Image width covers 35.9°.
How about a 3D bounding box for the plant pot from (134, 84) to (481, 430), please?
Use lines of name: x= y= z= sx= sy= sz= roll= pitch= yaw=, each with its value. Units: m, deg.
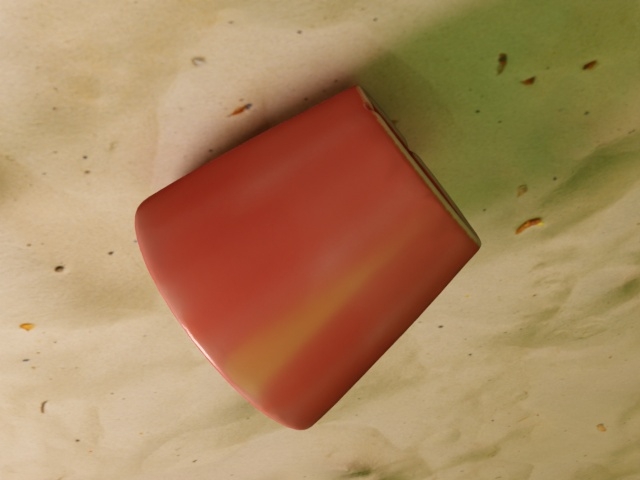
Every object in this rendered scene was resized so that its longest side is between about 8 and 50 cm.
plant pot: x=0.000 y=0.000 z=0.945 sx=0.243 sy=0.275 sz=0.275 roll=-38 pitch=136 yaw=10
